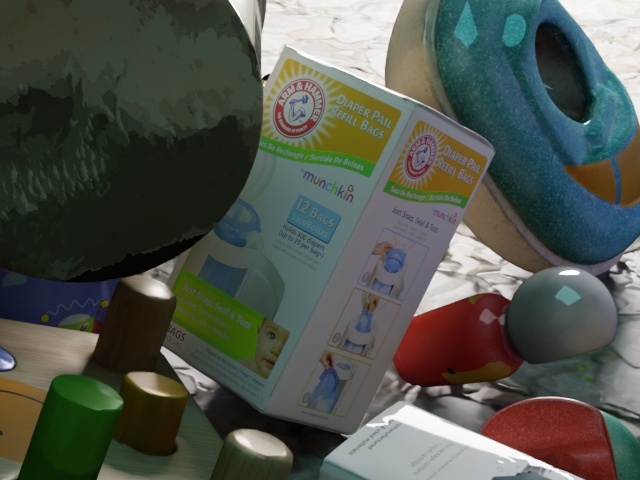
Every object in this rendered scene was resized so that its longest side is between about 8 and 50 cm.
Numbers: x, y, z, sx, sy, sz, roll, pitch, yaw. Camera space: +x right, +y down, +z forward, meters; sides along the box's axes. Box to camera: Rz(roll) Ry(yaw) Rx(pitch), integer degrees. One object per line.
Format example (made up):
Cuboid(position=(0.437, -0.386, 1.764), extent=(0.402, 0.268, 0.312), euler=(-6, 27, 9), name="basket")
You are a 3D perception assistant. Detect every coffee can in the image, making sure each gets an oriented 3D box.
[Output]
Cuboid(position=(-0.133, -0.117, 1.055), extent=(0.201, 0.201, 0.275), euler=(3, 20, -2), name="coffee can")

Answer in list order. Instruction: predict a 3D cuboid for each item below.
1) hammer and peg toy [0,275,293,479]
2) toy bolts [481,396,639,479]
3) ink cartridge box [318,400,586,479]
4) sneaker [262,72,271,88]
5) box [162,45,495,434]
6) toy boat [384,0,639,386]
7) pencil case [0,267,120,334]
Cuboid(position=(-0.210, 0.087, 0.901), extent=(0.361, 0.127, 0.266), euler=(12, 19, -28), name="hammer and peg toy")
Cuboid(position=(0.209, 0.153, 0.970), extent=(0.228, 0.218, 0.158), euler=(-4, -4, 16), name="toy bolts")
Cuboid(position=(0.091, 0.183, 0.871), extent=(0.191, 0.139, 0.082), euler=(21, 32, 26), name="ink cartridge box")
Cuboid(position=(-0.042, -0.108, 1.428), extent=(0.188, 0.071, 0.066), euler=(7, 30, 5), name="sneaker")
Cuboid(position=(0.000, 0.000, 1.096), extent=(0.114, 0.203, 0.103), euler=(29, 4, 36), name="box")
Cuboid(position=(0.145, -0.036, 1.198), extent=(0.148, 0.267, 0.318), euler=(-16, 42, 35), name="toy boat")
Cuboid(position=(-0.272, 0.038, 1.098), extent=(0.306, 0.119, 0.133), euler=(-12, 49, -27), name="pencil case")
